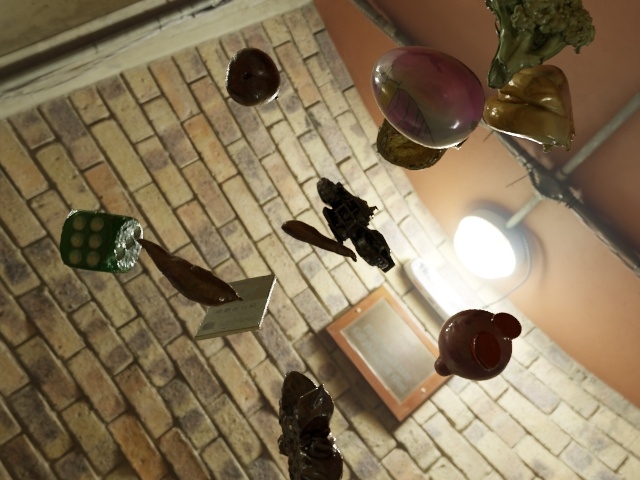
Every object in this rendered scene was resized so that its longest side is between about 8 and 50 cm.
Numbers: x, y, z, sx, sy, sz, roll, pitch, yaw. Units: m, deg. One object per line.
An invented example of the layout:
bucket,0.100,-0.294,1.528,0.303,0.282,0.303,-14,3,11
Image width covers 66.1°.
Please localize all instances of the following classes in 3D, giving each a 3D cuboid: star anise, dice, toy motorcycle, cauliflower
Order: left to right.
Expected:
dice,-0.472,0.002,1.062,0.131,0.128,0.120,9,-3,9
star anise,-0.025,0.446,1.097,0.315,0.108,0.315,177,-90,-72
toy motorcycle,0.086,-0.034,1.125,0.159,0.106,0.270,27,27,-56
cauliflower,0.573,-0.580,1.323,0.327,0.281,0.260,21,-16,9

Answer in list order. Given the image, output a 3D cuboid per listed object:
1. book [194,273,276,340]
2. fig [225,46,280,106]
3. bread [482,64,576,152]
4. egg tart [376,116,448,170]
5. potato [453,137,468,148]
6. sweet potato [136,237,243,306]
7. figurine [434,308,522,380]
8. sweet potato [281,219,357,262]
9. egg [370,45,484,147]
book,-0.275,0.215,1.642,0.310,0.217,0.021,-81,156,-63
fig,-0.185,-0.488,1.536,0.145,0.170,0.274,13,7,17
bread,0.740,-0.457,1.662,0.329,0.424,0.245,35,-56,16
egg tart,0.303,-0.344,1.624,0.098,0.252,0.232,-86,163,-59
potato,0.563,-0.461,2.077,0.138,0.098,0.243,39,3,6
sweet potato,-0.247,0.065,0.892,0.226,0.068,0.068,31,-21,0
figurine,0.350,0.240,1.126,0.173,0.173,0.173,47,-21,25
sweet potato,0.000,0.000,1.247,0.214,0.050,0.050,25,-23,2
egg,0.224,-0.316,1.070,0.271,0.196,0.196,34,-26,17
